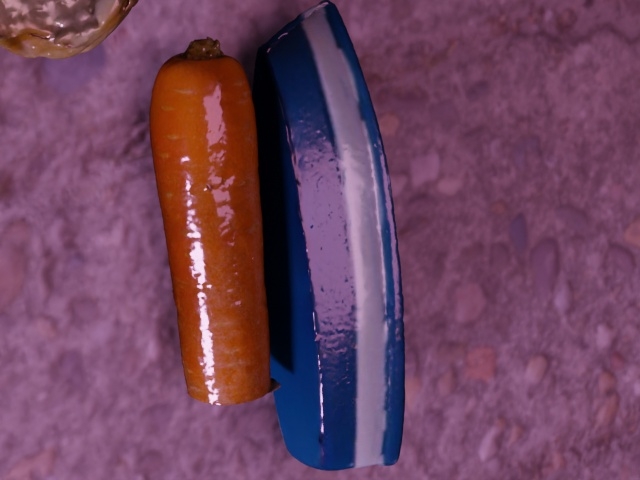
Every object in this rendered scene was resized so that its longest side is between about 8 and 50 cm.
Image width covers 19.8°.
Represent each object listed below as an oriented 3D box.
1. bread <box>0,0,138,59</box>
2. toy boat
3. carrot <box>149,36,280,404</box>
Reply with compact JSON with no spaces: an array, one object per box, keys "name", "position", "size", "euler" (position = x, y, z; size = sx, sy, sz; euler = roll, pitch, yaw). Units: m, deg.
[{"name":"bread","position":[-0.204,-0.178,0.986],"size":[0.232,0.088,0.128],"euler":[20,77,-30]},{"name":"toy boat","position":[0.000,0.000,1.156],"size":[0.062,0.096,0.299],"euler":[-10,102,-25]},{"name":"carrot","position":[-0.065,-0.012,1.121],"size":[0.067,0.067,0.225],"euler":[-16,109,-33]}]
